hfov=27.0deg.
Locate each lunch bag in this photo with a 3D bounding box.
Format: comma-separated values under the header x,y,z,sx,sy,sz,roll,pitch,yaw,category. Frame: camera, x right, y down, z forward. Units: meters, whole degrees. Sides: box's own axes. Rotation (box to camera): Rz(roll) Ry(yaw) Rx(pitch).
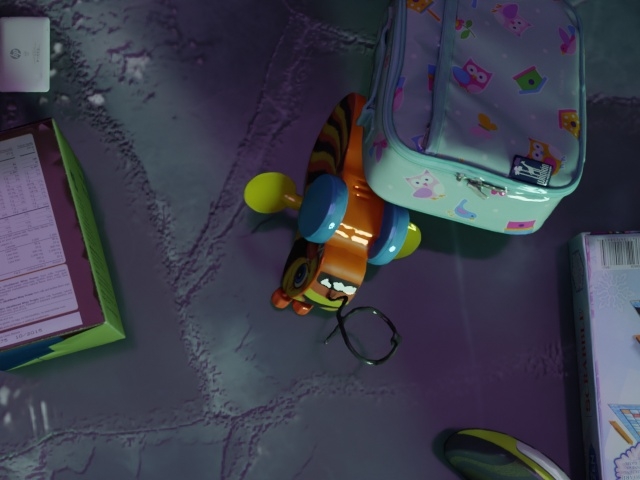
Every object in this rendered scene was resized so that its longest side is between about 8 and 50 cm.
x,y,z,sx,sy,sz,roll,pitch,yaw,category
0.154,-0.150,1.358,0.224,0.108,0.279,16,58,-14,lunch bag

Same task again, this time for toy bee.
x,y,z,sx,sy,sz,roll,pitch,yaw,category
0.000,0.000,1.368,0.195,0.162,0.298,39,50,-13,toy bee

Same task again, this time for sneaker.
x,y,z,sx,sy,sz,roll,pitch,yaw,category
0.222,0.313,1.326,0.121,0.111,0.300,-37,73,-19,sneaker

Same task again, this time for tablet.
x,y,z,sx,sy,sz,roll,pitch,yaw,category
-0.320,-0.201,1.438,0.054,0.006,0.083,-1,82,-4,tablet

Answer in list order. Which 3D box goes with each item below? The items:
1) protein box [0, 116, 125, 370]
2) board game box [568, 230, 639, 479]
x,y,z,sx,sy,sz,roll,pitch,yaw,category
-0.290,0.011,1.311,0.136,0.200,0.201,-15,83,-5,protein box
0.433,0.145,1.407,0.319,0.066,0.318,-1,82,-4,board game box
